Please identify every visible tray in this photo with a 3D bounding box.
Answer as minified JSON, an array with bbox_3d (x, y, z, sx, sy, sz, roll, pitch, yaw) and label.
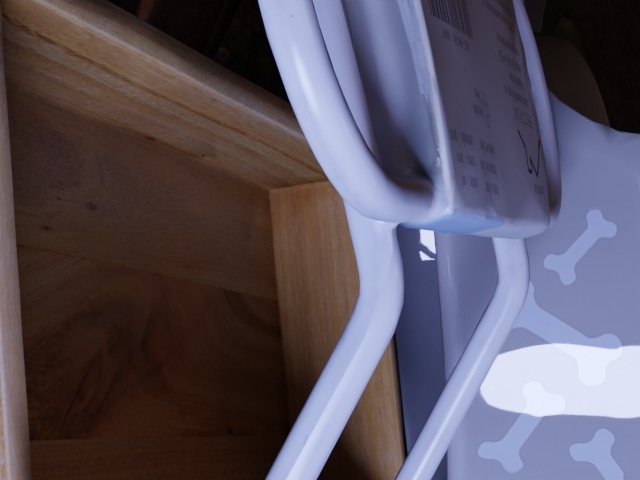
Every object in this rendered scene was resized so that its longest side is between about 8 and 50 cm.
[{"bbox_3d":[-0.058,0.037,0.664,0.411,0.076,0.203,18,65,-70],"label":"tray"}]

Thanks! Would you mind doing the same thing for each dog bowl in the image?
[{"bbox_3d":[0.092,0.025,0.851,0.349,0.102,0.349,175,-90,-88],"label":"dog bowl"}]

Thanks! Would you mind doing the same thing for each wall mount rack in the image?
[{"bbox_3d":[0.000,0.000,0.548,0.350,0.130,0.304,2,77,-73],"label":"wall mount rack"}]

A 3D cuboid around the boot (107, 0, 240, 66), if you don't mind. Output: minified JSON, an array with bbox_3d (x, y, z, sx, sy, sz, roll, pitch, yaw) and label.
[{"bbox_3d":[-0.066,-0.144,0.855,0.248,0.090,0.207,58,45,-80],"label":"boot"}]
